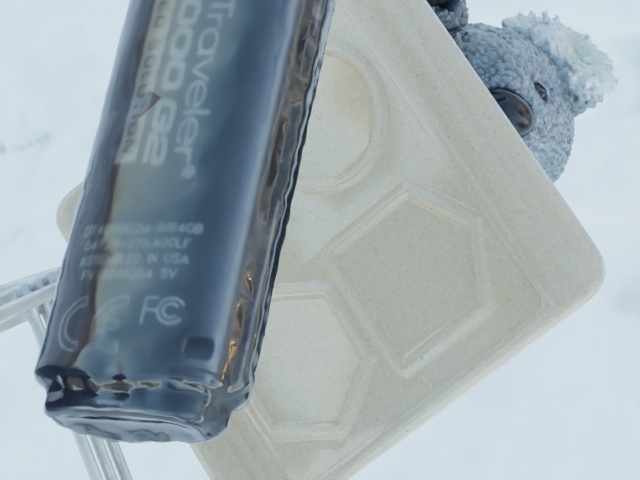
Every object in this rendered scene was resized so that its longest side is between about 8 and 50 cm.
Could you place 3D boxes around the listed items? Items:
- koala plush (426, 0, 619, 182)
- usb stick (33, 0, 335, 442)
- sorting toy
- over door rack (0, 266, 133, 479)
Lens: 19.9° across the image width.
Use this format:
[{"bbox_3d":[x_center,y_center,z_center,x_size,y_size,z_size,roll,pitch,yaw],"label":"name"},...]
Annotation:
[{"bbox_3d":[0.064,-0.100,1.084,0.221,0.203,0.196,31,86,-22],"label":"koala plush"},{"bbox_3d":[-0.033,-0.067,0.616,0.077,0.045,0.278,0,65,25],"label":"usb stick"},{"bbox_3d":[0.000,0.000,0.830,0.208,0.038,0.193,-38,75,20],"label":"sorting toy"},{"bbox_3d":[-0.147,0.154,0.649,0.108,0.324,0.239,-20,94,18],"label":"over door rack"}]
